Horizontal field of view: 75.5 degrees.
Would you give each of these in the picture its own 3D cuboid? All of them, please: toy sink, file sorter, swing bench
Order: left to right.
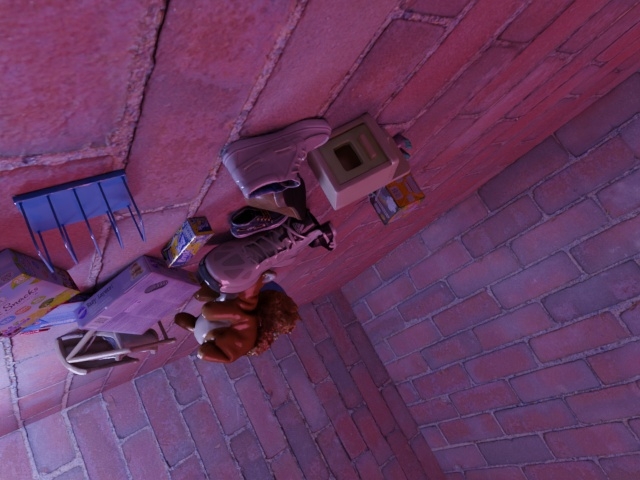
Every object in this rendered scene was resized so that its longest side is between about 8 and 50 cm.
[{"bbox_3d":[-0.411,-0.031,0.728,0.170,0.104,0.118,-22,164,-27],"label":"file sorter"},{"bbox_3d":[-0.688,0.344,1.405,0.255,0.165,0.253,-31,167,9],"label":"swing bench"},{"bbox_3d":[0.103,-0.207,1.029,0.234,0.152,0.131,-26,166,-7],"label":"toy sink"}]

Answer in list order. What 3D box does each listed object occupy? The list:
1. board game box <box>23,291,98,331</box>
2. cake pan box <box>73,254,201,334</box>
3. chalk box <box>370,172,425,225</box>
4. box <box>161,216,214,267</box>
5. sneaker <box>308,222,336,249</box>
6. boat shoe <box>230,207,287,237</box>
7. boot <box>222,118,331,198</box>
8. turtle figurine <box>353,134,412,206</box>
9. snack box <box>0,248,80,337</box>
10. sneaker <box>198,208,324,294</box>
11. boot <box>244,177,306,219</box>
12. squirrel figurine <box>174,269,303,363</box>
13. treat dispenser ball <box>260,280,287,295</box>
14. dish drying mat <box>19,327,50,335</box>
[{"bbox_3d":[-0.723,0.190,1.061,0.145,0.027,0.281,-36,165,21],"label":"board game box"},{"bbox_3d":[-0.517,0.171,1.193,0.267,0.070,0.246,-39,155,5],"label":"cake pan box"},{"bbox_3d":[0.295,-0.157,1.649,0.132,0.132,0.213,-24,167,-19],"label":"chalk box"},{"bbox_3d":[-0.352,0.006,1.088,0.169,0.054,0.059,-38,164,36],"label":"box"},{"bbox_3d":[0.000,0.000,1.758,0.121,0.079,0.217,-24,158,-9],"label":"sneaker"},{"bbox_3d":[-0.168,-0.067,1.174,0.183,0.065,0.083,-26,163,-18],"label":"boat shoe"},{"bbox_3d":[-0.068,-0.167,0.881,0.258,0.123,0.095,-24,166,-22],"label":"boot"},{"bbox_3d":[0.169,-0.207,1.242,0.234,0.118,0.175,-44,-178,-4],"label":"turtle figurine"},{"bbox_3d":[-0.631,0.116,0.839,0.174,0.070,0.207,-37,167,-11],"label":"snack box"},{"bbox_3d":[-0.156,-0.005,1.269,0.257,0.169,0.447,-43,170,33],"label":"sneaker"},{"bbox_3d":[-0.109,-0.117,1.111,0.115,0.112,0.305,-2,175,13],"label":"boot"},{"bbox_3d":[-0.270,0.236,1.523,0.397,0.281,0.370,25,93,-35],"label":"squirrel figurine"},{"bbox_3d":[-0.278,0.311,1.853,0.288,0.288,0.288,-27,166,-7],"label":"treat dispenser ball"},{"bbox_3d":[-0.787,0.252,1.138,0.083,0.008,0.032,-13,171,22],"label":"dish drying mat"}]
